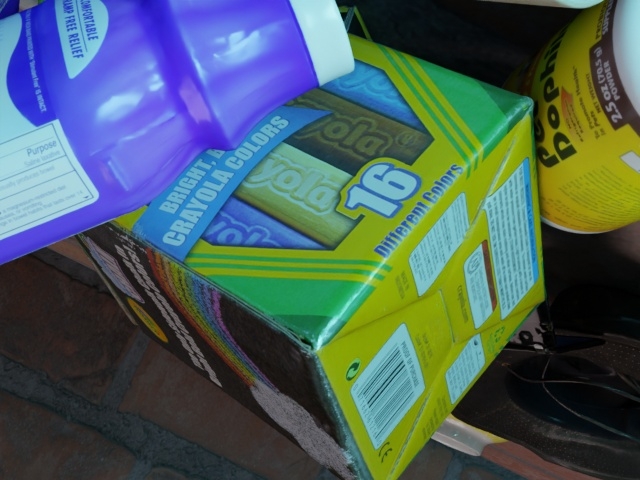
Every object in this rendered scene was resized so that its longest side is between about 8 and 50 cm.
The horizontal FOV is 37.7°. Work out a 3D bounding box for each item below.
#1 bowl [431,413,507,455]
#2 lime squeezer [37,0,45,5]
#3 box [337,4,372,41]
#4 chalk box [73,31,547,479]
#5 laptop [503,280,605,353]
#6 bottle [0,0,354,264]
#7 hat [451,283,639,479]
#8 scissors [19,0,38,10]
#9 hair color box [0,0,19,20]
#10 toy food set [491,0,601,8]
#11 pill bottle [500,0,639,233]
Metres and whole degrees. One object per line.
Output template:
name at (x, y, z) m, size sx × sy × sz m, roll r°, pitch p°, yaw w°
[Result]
bowl at (0.229, 0.247, 1.485) m, size 0.289 × 0.156 × 0.289 m, roll 23°, pitch 165°, yaw 7°
lime squeezer at (-0.247, -0.234, 0.688) m, size 0.110 × 0.059 × 0.310 m, roll -29°, pitch 105°, yaw 23°
box at (-0.081, -0.085, 0.809) m, size 0.322 × 0.079 × 0.257 m, roll 5°, pitch 150°, yaw 28°
chalk box at (-0.034, -0.017, 0.574) m, size 0.289 × 0.179 × 0.180 m, roll 30°, pitch 155°, yaw 33°
laptop at (0.095, 0.017, 0.789) m, size 0.234 × 0.136 × 0.264 m, roll 1°, pitch 124°, yaw 31°
bottle at (-0.125, -0.061, 0.459) m, size 0.092 × 0.283 × 0.118 m, roll 67°, pitch -178°, yaw -49°
hat at (0.290, 0.130, 1.004) m, size 0.331 × 0.134 × 0.331 m, roll 15°, pitch 148°, yaw 9°
scissors at (-0.306, -0.254, 0.817) m, size 0.021 × 0.109 × 0.297 m, roll 30°, pitch -166°, yaw 31°
hair color box at (-0.280, -0.157, 0.539) m, size 0.185 × 0.110 × 0.339 m, roll 28°, pitch 156°, yaw -10°
toy food set at (-0.020, -0.205, 0.396) m, size 0.306 × 0.092 × 0.220 m, roll 28°, pitch 178°, yaw -40°
pill bottle at (0.168, -0.071, 0.513) m, size 0.117 × 0.117 × 0.215 m, roll 27°, pitch 166°, yaw -6°
